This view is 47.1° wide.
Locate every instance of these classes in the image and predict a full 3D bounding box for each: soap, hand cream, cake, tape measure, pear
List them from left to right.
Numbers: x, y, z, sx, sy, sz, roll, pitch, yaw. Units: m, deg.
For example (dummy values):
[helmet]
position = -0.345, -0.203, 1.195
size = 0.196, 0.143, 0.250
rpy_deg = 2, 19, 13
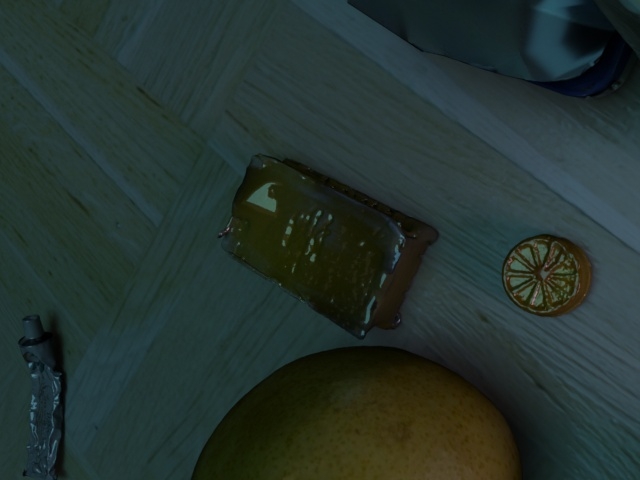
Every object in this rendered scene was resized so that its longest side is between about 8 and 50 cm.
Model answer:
[hand cream]
position = -0.430, 0.239, 1.121
size = 0.084, 0.050, 0.257
rpy_deg = 0, 95, 34
[soap]
position = 0.001, 0.000, 0.844
size = 0.233, 0.076, 0.135
rpy_deg = 29, 105, 28
[pear]
position = 0.026, 0.244, 0.695
size = 0.314, 0.314, 0.314
rpy_deg = -1, 89, 32
[tape measure]
position = 0.199, -0.279, 0.692
size = 0.259, 0.138, 0.262
rpy_deg = 31, 105, 27
[cake]
position = 0.221, 0.035, 0.724
size = 0.084, 0.044, 0.084
rpy_deg = 0, 89, 30

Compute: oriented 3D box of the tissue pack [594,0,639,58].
[tissue pack]
position = 0.391, -0.241, 0.460
size = 0.405, 0.331, 0.205
rpy_deg = -50, 62, 21
